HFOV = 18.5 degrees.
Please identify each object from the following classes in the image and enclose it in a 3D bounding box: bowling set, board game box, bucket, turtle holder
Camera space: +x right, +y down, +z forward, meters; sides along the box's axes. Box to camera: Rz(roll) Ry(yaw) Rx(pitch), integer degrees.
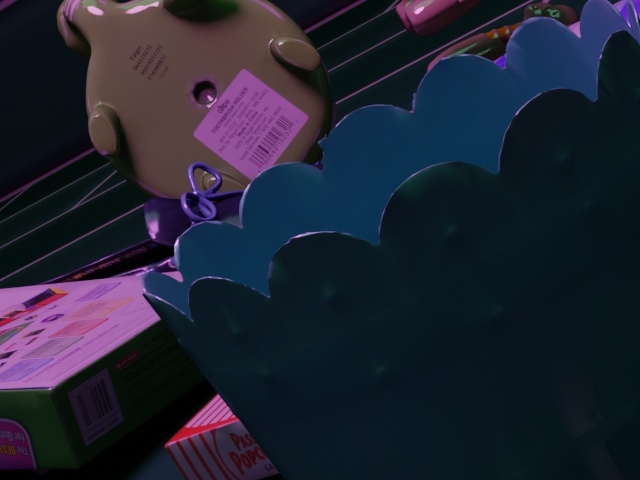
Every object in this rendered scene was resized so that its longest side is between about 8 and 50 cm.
[{"bbox_3d":[0.158,-0.243,1.947,0.154,0.200,0.287,-30,14,1],"label":"bowling set"},{"bbox_3d":[0.011,0.081,1.251,0.147,0.045,0.193,-23,14,41],"label":"board game box"},{"bbox_3d":[-0.239,0.101,1.544,0.316,0.064,0.242,-6,17,37],"label":"board game box"},{"bbox_3d":[0.074,0.026,0.949,0.281,0.183,0.281,-30,11,6],"label":"bucket"},{"bbox_3d":[-0.139,-0.142,2.067,0.320,0.243,0.227,7,-6,7],"label":"turtle holder"}]

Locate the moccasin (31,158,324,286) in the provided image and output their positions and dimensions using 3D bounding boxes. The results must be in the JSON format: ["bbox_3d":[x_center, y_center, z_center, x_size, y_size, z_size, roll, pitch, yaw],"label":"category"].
[{"bbox_3d":[-0.127,0.014,1.755,0.342,0.117,0.138,-32,11,-3],"label":"moccasin"}]

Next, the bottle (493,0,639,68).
[{"bbox_3d":[0.175,-0.108,1.525,0.283,0.092,0.118,-23,12,38],"label":"bottle"}]

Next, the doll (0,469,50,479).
[{"bbox_3d":[-0.249,0.200,1.435,0.129,0.046,0.189,-33,10,11],"label":"doll"}]

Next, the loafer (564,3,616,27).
[{"bbox_3d":[0.223,-0.158,1.719,0.170,0.062,0.061,-29,15,21],"label":"loafer"}]
